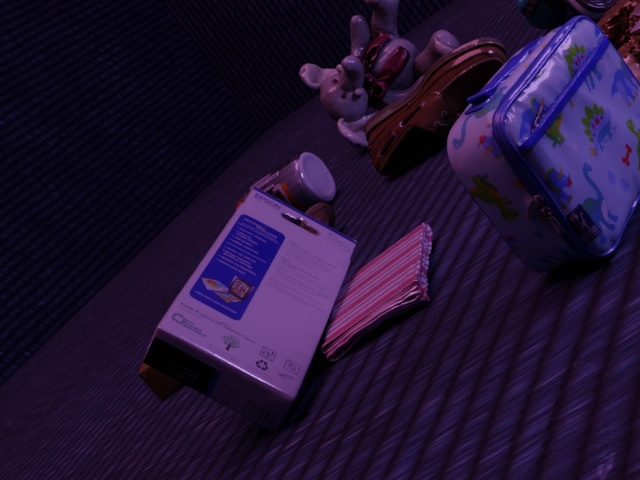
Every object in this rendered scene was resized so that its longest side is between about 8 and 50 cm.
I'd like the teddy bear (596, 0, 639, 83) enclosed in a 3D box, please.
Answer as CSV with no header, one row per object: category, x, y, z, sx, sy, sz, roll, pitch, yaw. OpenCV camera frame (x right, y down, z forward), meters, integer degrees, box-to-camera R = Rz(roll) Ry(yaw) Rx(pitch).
teddy bear,0.427,-0.255,1.043,0.245,0.113,0.338,-39,17,31

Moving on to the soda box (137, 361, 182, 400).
soda box,-0.189,0.163,1.358,0.181,0.058,0.061,-37,12,9

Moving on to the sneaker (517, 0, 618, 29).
sneaker,0.445,-0.452,1.637,0.123,0.178,0.296,-4,50,-7

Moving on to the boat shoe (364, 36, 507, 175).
boat shoe,0.204,-0.216,1.516,0.307,0.110,0.105,-39,48,39

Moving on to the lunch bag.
lunch bag,0.221,-0.092,0.818,0.090,0.176,0.219,-23,19,52

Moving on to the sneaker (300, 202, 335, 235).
sneaker,0.000,0.000,1.438,0.071,0.066,0.188,-10,31,31

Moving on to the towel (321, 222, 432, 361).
towel,0.072,0.059,1.060,0.144,0.029,0.197,-37,12,21

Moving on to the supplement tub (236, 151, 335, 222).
supplement tub,-0.073,-0.086,1.792,0.190,0.117,0.117,-32,14,31

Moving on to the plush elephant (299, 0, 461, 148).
plush elephant,0.102,-0.363,1.984,0.255,0.272,0.330,-30,-23,-31

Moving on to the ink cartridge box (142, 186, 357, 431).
ink cartridge box,-0.069,0.066,1.060,0.065,0.165,0.333,-61,1,34

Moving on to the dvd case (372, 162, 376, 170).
dvd case,0.153,-0.185,1.747,0.119,0.013,0.087,-34,13,13

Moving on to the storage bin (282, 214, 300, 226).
storage bin,-0.084,0.014,1.541,0.135,0.098,0.091,-39,22,-5
